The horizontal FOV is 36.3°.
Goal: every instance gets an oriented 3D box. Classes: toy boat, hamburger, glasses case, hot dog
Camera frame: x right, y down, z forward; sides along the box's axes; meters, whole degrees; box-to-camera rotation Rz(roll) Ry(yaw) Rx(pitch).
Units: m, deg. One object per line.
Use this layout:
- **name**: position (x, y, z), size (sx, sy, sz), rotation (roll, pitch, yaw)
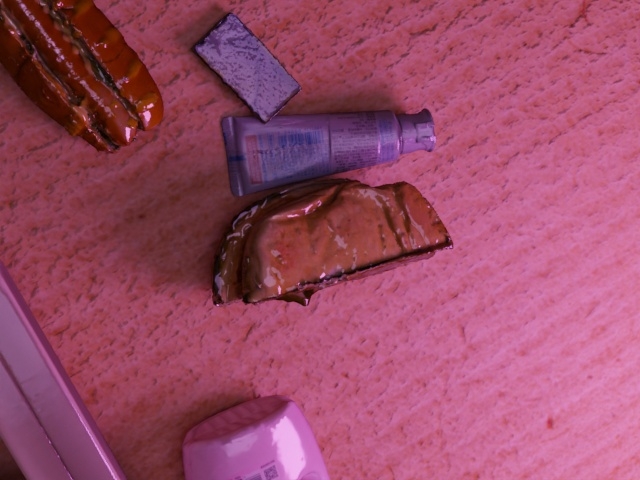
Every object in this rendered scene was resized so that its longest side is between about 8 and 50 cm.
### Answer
- **toy boat**: position (-0.079, -0.187, 1.059), size (0.063, 0.016, 0.115), rotation (-45, 100, -11)
- **hamburger**: position (0.000, 0.000, 1.077), size (0.262, 0.124, 0.130), rotation (-15, 84, -21)
- **glasses case**: position (-0.278, 0.180, 0.984), size (0.076, 0.144, 0.336), rotation (-29, 105, -13)
- **hot dog**: position (-0.267, -0.201, 0.975), size (0.115, 0.072, 0.269), rotation (-42, 109, -1)

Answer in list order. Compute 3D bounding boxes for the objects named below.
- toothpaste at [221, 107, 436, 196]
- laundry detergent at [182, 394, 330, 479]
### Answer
- **toothpaste**: position (0.011, -0.109, 1.095), size (0.234, 0.057, 0.089), rotation (-9, 98, -11)
- **laundry detergent**: position (-0.046, 0.351, 1.119), size (0.159, 0.088, 0.335), rotation (-21, 105, -16)
